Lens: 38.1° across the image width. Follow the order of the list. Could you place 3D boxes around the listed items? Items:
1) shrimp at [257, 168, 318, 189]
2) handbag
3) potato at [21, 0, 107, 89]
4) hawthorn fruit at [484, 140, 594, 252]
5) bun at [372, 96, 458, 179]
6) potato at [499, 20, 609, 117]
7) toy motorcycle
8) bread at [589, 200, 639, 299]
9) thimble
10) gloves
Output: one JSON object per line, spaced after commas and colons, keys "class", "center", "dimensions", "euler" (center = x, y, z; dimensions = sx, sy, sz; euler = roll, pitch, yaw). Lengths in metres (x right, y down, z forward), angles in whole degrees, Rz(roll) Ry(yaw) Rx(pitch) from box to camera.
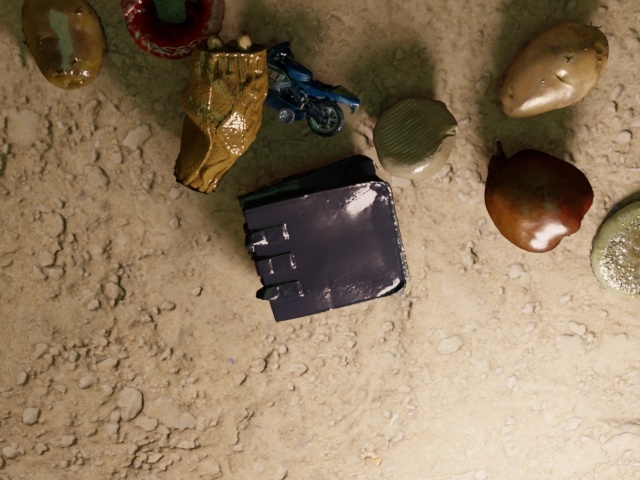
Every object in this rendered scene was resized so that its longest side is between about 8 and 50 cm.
{"class": "shrimp", "center": [-0.047, -0.075, 1.986], "dimensions": [0.195, 0.035, 0.148], "euler": [-19, 116, 4]}
{"class": "handbag", "center": [0.000, 0.000, 1.951], "dimensions": [0.329, 0.122, 0.303], "euler": [-16, 124, -2]}
{"class": "potato", "center": [-0.502, -0.385, 1.786], "dimensions": [0.164, 0.081, 0.200], "euler": [-14, 113, 3]}
{"class": "hawthorn fruit", "center": [0.437, -0.104, 1.934], "dimensions": [0.208, 0.208, 0.248], "euler": [-43, 94, 15]}
{"class": "bun", "center": [0.198, -0.204, 1.899], "dimensions": [0.173, 0.113, 0.167], "euler": [-8, 75, 11]}
{"class": "potato", "center": [0.464, -0.340, 1.850], "dimensions": [0.234, 0.128, 0.161], "euler": [-19, 111, 10]}
{"class": "toy motorcycle", "center": [-0.047, -0.308, 1.842], "dimensions": [0.254, 0.092, 0.135], "euler": [31, 116, 2]}
{"class": "bread", "center": [0.741, 0.024, 2.087], "dimensions": [0.267, 0.040, 0.267], "euler": [-2, 116, -3]}
{"class": "thimble", "center": [-0.271, -0.436, 1.752], "dimensions": [0.189, 0.125, 0.163], "euler": [-21, 114, 5]}
{"class": "gloves", "center": [-0.189, -0.252, 1.796], "dimensions": [0.155, 0.203, 0.356], "euler": [16, 130, -1]}
